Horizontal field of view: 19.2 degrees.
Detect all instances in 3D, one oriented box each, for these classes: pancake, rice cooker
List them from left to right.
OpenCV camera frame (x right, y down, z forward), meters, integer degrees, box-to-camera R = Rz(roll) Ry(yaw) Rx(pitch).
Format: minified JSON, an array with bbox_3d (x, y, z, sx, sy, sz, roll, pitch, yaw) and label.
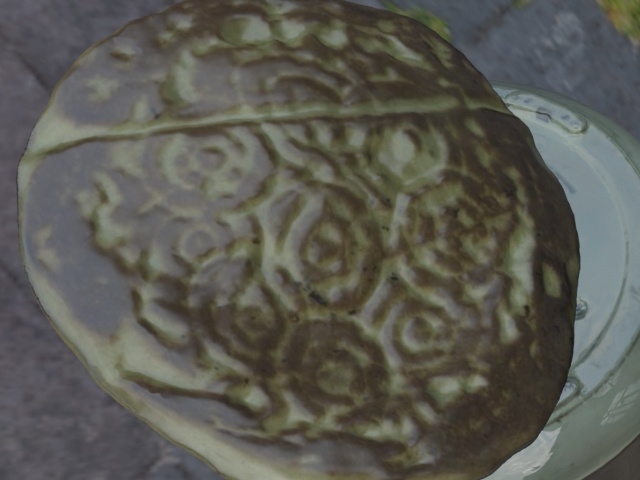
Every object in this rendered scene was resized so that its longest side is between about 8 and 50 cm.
[{"bbox_3d":[0.000,-0.001,0.786,0.250,0.031,0.250,11,58,-18],"label":"pancake"},{"bbox_3d":[0.117,0.089,1.307,0.335,0.325,0.335,-6,59,10],"label":"rice cooker"}]
